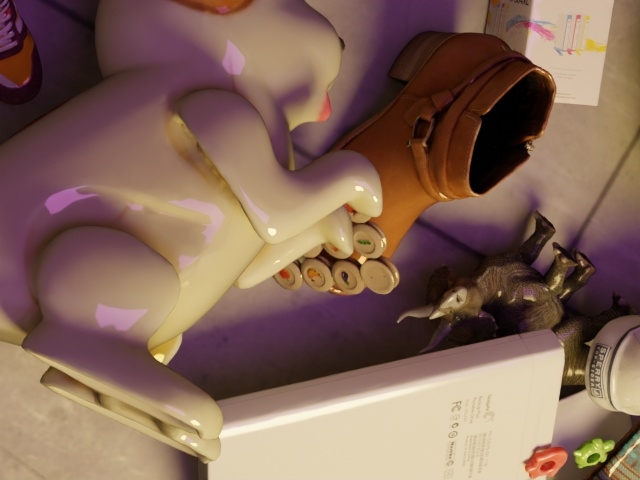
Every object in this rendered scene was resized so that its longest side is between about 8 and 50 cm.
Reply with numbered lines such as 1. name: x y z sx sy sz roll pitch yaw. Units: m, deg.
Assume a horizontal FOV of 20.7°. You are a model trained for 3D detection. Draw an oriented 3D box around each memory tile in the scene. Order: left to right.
1. memory tile: 0.000 0.000 1.628 0.012 0.148 0.113 -43 122 -43

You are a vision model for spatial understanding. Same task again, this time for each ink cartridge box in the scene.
1. ink cartridge box: 0.218 -0.209 1.687 0.090 0.092 0.143 2 102 -23

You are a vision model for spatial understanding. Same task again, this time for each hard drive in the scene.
1. hard drive: 0.056 0.213 1.695 0.353 0.047 0.233 -12 133 -15

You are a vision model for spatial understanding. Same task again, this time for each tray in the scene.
1. tray: 0.279 0.284 1.880 0.145 0.030 0.270 -19 111 -17

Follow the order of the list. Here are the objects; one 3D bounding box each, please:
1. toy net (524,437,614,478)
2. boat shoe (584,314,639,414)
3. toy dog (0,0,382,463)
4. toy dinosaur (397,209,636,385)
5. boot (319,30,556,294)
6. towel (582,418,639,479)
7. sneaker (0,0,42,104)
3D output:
1. toy net: 0.193 0.274 1.745 0.232 0.045 0.122 -17 135 -9
2. boat shoe: 0.442 0.118 1.782 0.367 0.156 0.136 -4 103 -43
3. toy dog: -0.138 -0.067 1.466 0.395 0.284 0.408 24 77 11
4. toy dinosaur: 0.213 0.078 1.767 0.160 0.121 0.313 -43 131 12
5. boot: 0.103 -0.057 1.606 0.109 0.220 0.283 31 91 -27
6. towel: 0.402 0.376 1.859 0.370 0.040 0.271 37 102 -14
7. sneaker: -0.288 -0.192 1.480 0.069 0.084 0.185 -33 114 -12
